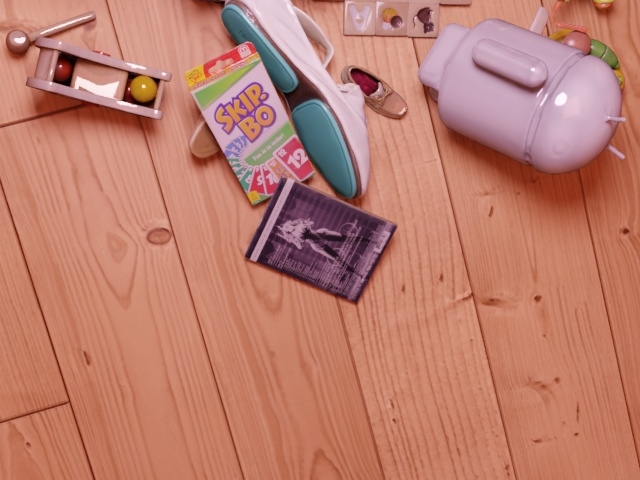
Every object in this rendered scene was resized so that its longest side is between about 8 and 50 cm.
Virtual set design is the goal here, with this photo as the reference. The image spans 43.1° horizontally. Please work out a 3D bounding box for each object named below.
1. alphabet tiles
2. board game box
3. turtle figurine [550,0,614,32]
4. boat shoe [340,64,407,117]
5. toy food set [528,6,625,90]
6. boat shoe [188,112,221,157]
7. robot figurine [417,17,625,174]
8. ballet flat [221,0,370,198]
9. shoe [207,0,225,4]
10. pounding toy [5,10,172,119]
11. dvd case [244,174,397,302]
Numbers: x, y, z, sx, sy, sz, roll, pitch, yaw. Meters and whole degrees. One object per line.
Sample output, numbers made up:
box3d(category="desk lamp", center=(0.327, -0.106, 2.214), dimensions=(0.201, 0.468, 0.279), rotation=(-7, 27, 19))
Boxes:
box3d(category="alphabet tiles", center=(0.126, -0.525, 1.387), dimensions=(0.285, 0.011, 0.342), rotation=(-2, 104, -9))
box3d(category="board game box", center=(-0.113, -0.188, 1.337), dimensions=(0.124, 0.039, 0.259), rotation=(-26, 122, 1))
box3d(category="turtle figurine", center=(0.499, -0.495, 1.403), dimensions=(0.269, 0.087, 0.217), rotation=(-20, 124, -12))
box3d(category="boat shoe", center=(0.096, -0.258, 1.414), dimensions=(0.135, 0.045, 0.050), rotation=(30, 91, -11))
box3d(category="toy food set", center=(0.463, -0.314, 1.453), dimensions=(0.218, 0.071, 0.128), rotation=(32, 90, -11))
box3d(category="boat shoe", center=(-0.169, -0.215, 1.371), dimensions=(0.170, 0.059, 0.063), rotation=(-54, 131, -7))
box3d(category="robot figurine", center=(0.335, -0.235, 1.328), dimensions=(0.353, 0.300, 0.200), rotation=(31, 94, 28))
box3d(category="ballet flat", center=(-0.005, -0.260, 1.357), dimensions=(0.139, 0.139, 0.400), rotation=(-36, 106, -4))
box3d(category="shoe", center=(-0.130, -0.435, 1.354), dimensions=(0.178, 0.063, 0.081), rotation=(2, 97, -4))
box3d(category="pounding toy", center=(-0.368, -0.294, 1.282), dimensions=(0.269, 0.154, 0.155), rotation=(13, 94, -11))
box3d(category="dvd case", center=(0.000, 0.000, 1.419), dimensions=(0.221, 0.018, 0.164), rotation=(23, 109, -12))
